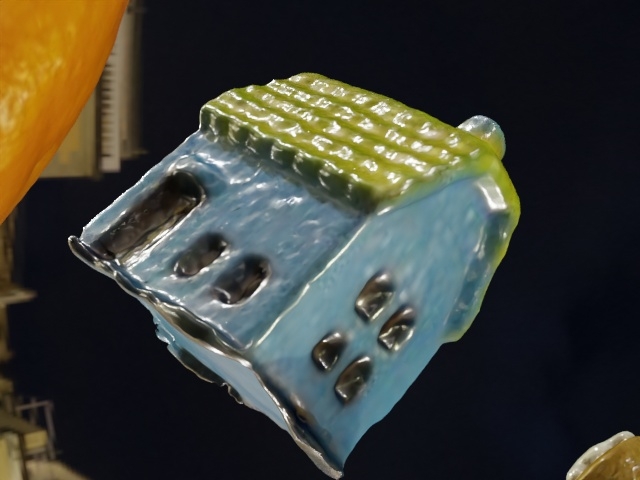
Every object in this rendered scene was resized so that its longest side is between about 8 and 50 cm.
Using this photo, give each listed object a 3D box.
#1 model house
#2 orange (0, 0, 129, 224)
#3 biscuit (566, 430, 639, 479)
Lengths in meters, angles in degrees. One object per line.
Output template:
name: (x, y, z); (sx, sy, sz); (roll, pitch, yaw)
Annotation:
model house: (0.000, 0.000, 1.011); (0.303, 0.215, 0.237); (-44, -135, -17)
orange: (-0.192, -0.106, 0.368); (0.284, 0.284, 0.226); (58, -16, 20)
biscuit: (0.107, 0.194, 0.652); (0.035, 0.158, 0.240); (44, -27, 30)
